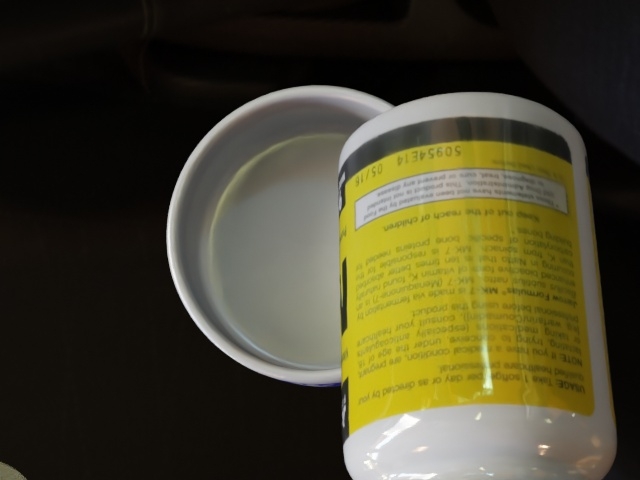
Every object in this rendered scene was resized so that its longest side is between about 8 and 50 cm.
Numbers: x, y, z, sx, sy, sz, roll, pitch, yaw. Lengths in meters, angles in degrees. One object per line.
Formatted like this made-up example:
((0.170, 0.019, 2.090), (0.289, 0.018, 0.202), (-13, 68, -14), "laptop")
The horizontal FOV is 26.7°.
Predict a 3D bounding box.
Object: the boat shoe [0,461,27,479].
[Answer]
((-0.127, 0.109, 0.342), (0.049, 0.137, 0.043), (48, 152, -9), "boat shoe")

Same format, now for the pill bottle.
((0.067, 0.051, 0.596), (0.119, 0.209, 0.119), (0, 154, 0), "pill bottle")

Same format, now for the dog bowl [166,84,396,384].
((0.000, 0.000, 1.225), (0.264, 0.265, 0.104), (-14, 169, 4), "dog bowl")
